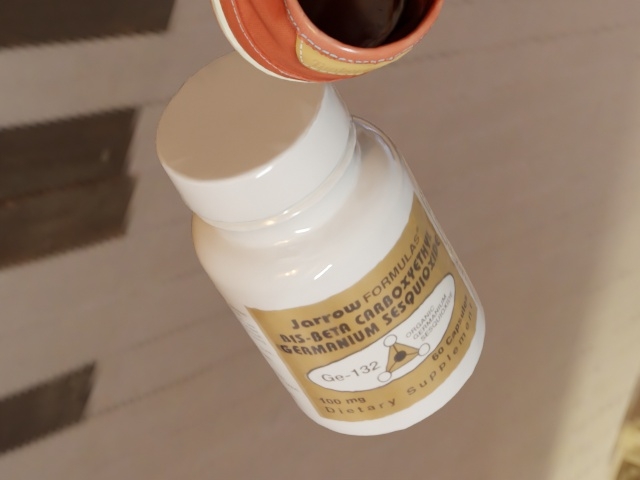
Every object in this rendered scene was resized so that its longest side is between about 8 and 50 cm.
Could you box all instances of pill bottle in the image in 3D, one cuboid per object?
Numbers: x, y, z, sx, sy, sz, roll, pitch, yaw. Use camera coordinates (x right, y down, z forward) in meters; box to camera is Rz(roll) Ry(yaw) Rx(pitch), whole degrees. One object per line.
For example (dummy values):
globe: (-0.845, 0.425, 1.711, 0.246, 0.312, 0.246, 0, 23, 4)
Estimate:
pill bottle: (0.000, 0.000, 1.130, 0.131, 0.131, 0.229, -60, 141, -26)

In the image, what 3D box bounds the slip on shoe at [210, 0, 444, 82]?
slip on shoe: (0.005, -0.218, 0.732, 0.123, 0.101, 0.331, -7, 107, -20)
